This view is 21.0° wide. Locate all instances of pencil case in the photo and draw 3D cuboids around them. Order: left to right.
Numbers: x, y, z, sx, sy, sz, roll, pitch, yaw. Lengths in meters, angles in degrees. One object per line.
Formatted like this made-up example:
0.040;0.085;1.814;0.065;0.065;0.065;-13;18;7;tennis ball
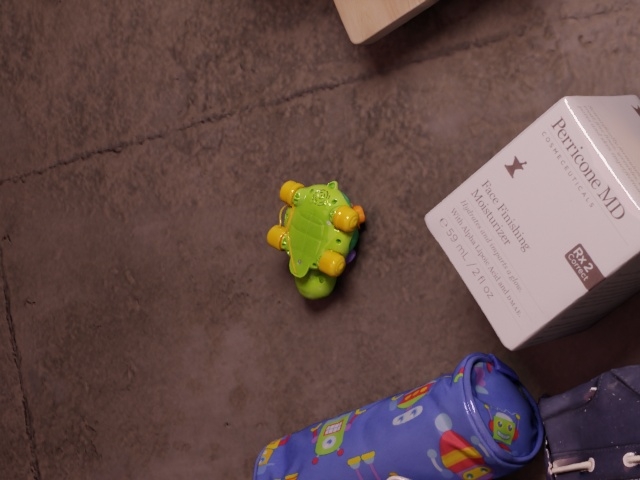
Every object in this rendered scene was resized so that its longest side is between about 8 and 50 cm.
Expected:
0.074;0.205;1.690;0.306;0.119;0.133;-28;35;35;pencil case

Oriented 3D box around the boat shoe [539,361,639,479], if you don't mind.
0.336;0.167;1.494;0.340;0.127;0.158;-22;73;33;boat shoe

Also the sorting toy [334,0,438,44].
0.101;-0.356;1.638;0.255;0.089;0.257;-30;76;34;sorting toy

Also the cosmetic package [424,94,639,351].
0.227;-0.018;1.538;0.184;0.151;0.151;-43;71;31;cosmetic package

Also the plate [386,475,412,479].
0.152;0.379;1.644;0.277;0.045;0.278;26;120;12;plate

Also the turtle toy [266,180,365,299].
0.000;0.000;1.757;0.095;0.066;0.130;27;110;31;turtle toy
